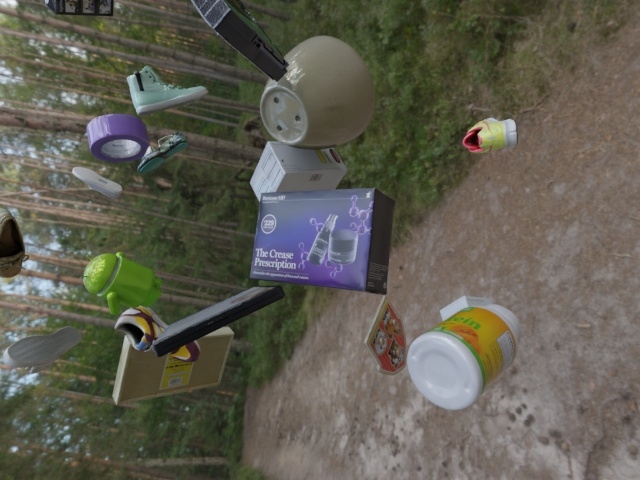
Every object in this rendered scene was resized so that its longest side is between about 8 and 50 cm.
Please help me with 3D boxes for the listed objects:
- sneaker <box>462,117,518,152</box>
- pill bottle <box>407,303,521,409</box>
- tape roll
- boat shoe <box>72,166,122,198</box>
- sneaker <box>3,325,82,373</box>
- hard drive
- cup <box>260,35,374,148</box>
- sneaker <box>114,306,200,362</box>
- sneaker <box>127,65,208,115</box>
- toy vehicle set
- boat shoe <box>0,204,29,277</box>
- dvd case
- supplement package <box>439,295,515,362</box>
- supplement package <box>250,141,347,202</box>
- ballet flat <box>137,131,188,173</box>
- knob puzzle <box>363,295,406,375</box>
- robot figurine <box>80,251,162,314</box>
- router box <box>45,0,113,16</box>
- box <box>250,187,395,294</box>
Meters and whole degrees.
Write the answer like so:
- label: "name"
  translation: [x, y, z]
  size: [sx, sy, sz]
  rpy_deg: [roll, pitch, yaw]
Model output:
- label: "sneaker"
  translation: [0.377, -0.244, 0.946]
  size: [0.208, 0.094, 0.081]
  rpy_deg: [-78, -25, -82]
- label: "pill bottle"
  translation: [0.287, 0.204, 0.762]
  size: [0.246, 0.136, 0.136]
  rpy_deg: [-14, -51, -44]
- label: "tape roll"
  translation: [-0.693, -0.349, 1.378]
  size: [0.189, 0.189, 0.080]
  rpy_deg: [118, 137, -73]
- label: "boat shoe"
  translation: [-0.878, -0.222, 1.570]
  size: [0.063, 0.184, 0.066]
  rpy_deg: [-50, 30, 32]
- label: "sneaker"
  translation: [-0.949, 0.392, 1.321]
  size: [0.169, 0.108, 0.292]
  rpy_deg: [-40, -4, 3]
- label: "hard drive"
  translation: [-0.228, -0.553, 0.957]
  size: [0.064, 0.338, 0.237]
  rpy_deg: [-41, -22, 17]
- label: "cup"
  translation: [-0.039, -0.402, 1.184]
  size: [0.237, 0.331, 0.331]
  rpy_deg: [-45, -19, -41]
- label: "sneaker"
  translation: [-0.346, 0.215, 0.850]
  size: [0.069, 0.186, 0.084]
  rpy_deg: [-51, 8, 19]
- label: "sneaker"
  translation: [-0.529, -0.538, 1.382]
  size: [0.094, 0.256, 0.151]
  rpy_deg: [11, 121, 65]
- label: "toy vehicle set"
  translation: [-0.358, 0.305, 0.997]
  size: [0.035, 0.267, 0.165]
  rpy_deg: [32, 108, 44]
- label: "boat shoe"
  translation: [-1.005, 0.021, 1.274]
  size: [0.104, 0.089, 0.285]
  rpy_deg: [-46, -21, -49]
- label: "dvd case"
  translation: [-0.164, 0.117, 0.644]
  size: [0.022, 0.181, 0.253]
  rpy_deg: [66, 162, -1]
- label: "supplement package"
  translation: [0.413, 0.252, 1.066]
  size: [0.105, 0.105, 0.179]
  rpy_deg: [-51, 40, 48]
- label: "supplement package"
  translation: [-0.078, -0.227, 1.408]
  size: [0.145, 0.262, 0.204]
  rpy_deg: [61, 140, 23]
- label: "ballet flat"
  translation: [-0.520, -0.290, 1.298]
  size: [0.070, 0.188, 0.070]
  rpy_deg: [58, 178, 4]
- label: "knob puzzle"
  translation: [0.197, 0.276, 1.084]
  size: [0.030, 0.213, 0.213]
  rpy_deg: [-12, 55, 37]
- label: "robot figurine"
  translation: [-0.304, 0.061, 0.613]
  size: [0.067, 0.115, 0.101]
  rpy_deg: [-40, 41, 19]
- label: "router box"
  translation: [-0.516, -0.583, 0.859]
  size: [0.133, 0.046, 0.178]
  rpy_deg: [-33, -21, -47]
- label: "box"
  translation: [0.000, 0.000, 0.784]
  size: [0.103, 0.261, 0.184]
  rpy_deg: [21, -106, -56]
